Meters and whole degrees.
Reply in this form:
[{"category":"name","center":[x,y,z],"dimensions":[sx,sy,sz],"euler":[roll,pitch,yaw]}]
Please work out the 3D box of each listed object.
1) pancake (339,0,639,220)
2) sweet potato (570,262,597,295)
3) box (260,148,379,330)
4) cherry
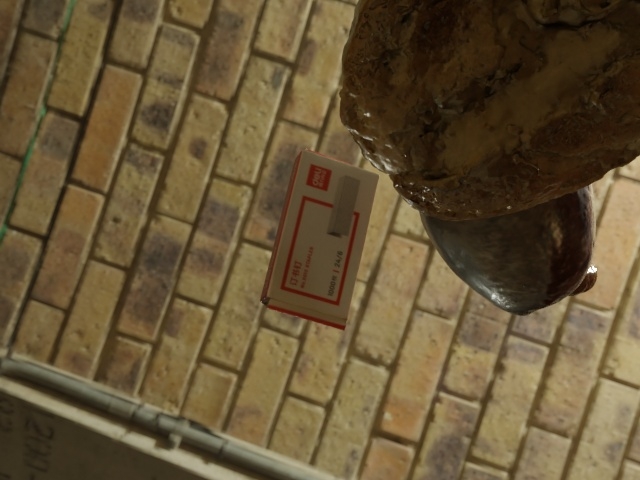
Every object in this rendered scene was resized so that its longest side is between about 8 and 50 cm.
[{"category":"pancake","center":[0.205,-0.175,0.871],"dimensions":[0.082,0.387,0.387],"euler":[-100,-161,-49]},{"category":"sweet potato","center":[0.371,0.063,1.347],"dimensions":[0.117,0.049,0.049],"euler":[-18,134,-43]},{"category":"box","center":[0.000,0.000,1.239],"dimensions":[0.050,0.123,0.229],"euler":[144,-38,-70]},{"category":"cherry","center":[0.255,-0.042,1.244],"dimensions":[0.218,0.296,0.255],"euler":[-29,-166,-32]}]
